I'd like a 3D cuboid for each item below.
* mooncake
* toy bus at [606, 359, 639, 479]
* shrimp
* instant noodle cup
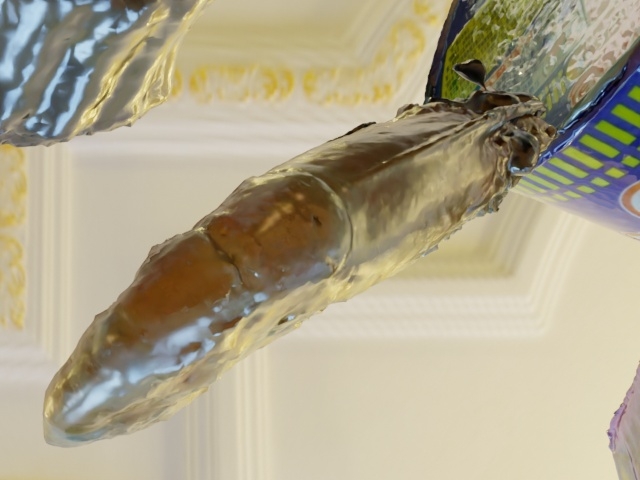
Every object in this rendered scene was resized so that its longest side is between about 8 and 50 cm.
[{"bbox_3d":[-0.228,-0.213,1.287,0.324,0.187,0.324,21,-144,-16],"label":"mooncake"},{"bbox_3d":[0.189,0.078,0.780,0.090,0.274,0.112,-20,-115,-11],"label":"toy bus"},{"bbox_3d":[0.000,0.000,0.495,0.190,0.101,0.042,-31,-101,-36],"label":"shrimp"},{"bbox_3d":[0.259,-0.085,1.016,0.312,0.284,0.284,28,-109,-20],"label":"instant noodle cup"}]
